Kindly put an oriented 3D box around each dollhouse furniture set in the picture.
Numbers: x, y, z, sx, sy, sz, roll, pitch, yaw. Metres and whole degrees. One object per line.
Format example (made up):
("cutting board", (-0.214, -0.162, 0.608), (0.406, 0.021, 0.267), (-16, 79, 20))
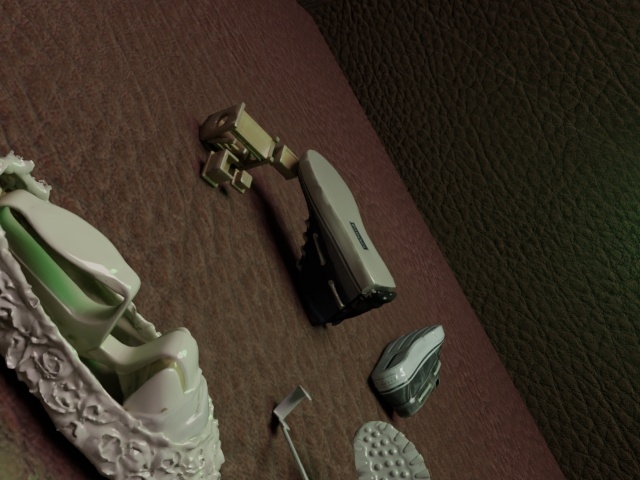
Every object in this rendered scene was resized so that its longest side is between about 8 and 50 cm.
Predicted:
("dollhouse furniture set", (-0.145, -0.129, 1.161), (0.182, 0.101, 0.161), (43, 49, -40))

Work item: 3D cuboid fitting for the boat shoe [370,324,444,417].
("boat shoe", (0.201, 0.281, 1.342), (0.335, 0.121, 0.119), (-25, 91, -60))

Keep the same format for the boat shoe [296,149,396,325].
("boat shoe", (0.000, 0.000, 1.172), (0.127, 0.158, 0.341), (16, 44, -53))

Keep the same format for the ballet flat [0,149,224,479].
("ballet flat", (-0.199, 0.094, 0.565), (0.409, 0.146, 0.147), (53, 20, -18))

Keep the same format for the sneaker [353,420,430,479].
("sneaker", (0.116, 0.346, 0.800), (0.235, 0.090, 0.095), (56, -13, 23))

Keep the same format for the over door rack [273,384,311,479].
("over door rack", (0.021, 0.368, 0.765), (0.240, 0.108, 0.324), (53, 5, -17))
